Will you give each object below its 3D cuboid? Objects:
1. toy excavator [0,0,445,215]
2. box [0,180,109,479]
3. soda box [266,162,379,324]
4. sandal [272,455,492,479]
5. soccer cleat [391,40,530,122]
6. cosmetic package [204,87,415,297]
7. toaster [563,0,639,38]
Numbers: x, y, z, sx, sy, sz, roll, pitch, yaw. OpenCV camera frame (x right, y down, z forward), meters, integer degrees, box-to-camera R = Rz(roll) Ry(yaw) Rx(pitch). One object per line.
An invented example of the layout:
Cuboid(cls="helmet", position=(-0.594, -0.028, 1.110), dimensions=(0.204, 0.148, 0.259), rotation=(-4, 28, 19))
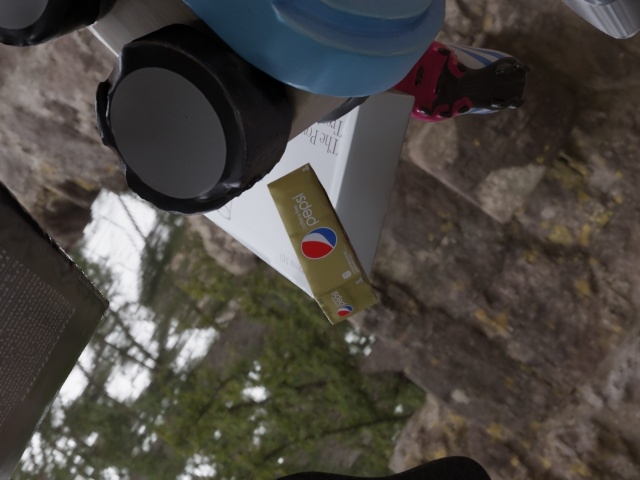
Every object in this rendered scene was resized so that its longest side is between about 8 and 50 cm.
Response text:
Cuboid(cls="toy excavator", position=(-0.053, -0.308, 0.509), dimensions=(0.433, 0.445, 0.222), rotation=(44, -142, 3))
Cuboid(cls="box", position=(-0.297, 0.026, 0.438), dimensions=(0.293, 0.212, 0.395), rotation=(28, 168, 0))
Cuboid(cls="soda box", position=(0.000, 0.000, 1.026), dimensions=(0.061, 0.058, 0.181), rotation=(58, -175, -49))
Cuboid(cls="sandal", position=(0.026, 0.163, 0.531), dimensions=(0.179, 0.040, 0.067), rotation=(0, -117, -34))
Cuboid(cls="soccer cleat", position=(0.173, -0.239, 1.392), dimensions=(0.331, 0.116, 0.143), rotation=(-4, -162, -44))
Cuboid(cls="cosmetic package", position=(-0.039, -0.116, 1.354), dimensions=(0.097, 0.284, 0.377), rotation=(0, -161, -33))
Cuboid(cls="toaster", position=(0.385, -0.372, 1.269), dimensions=(0.227, 0.129, 0.146), rotation=(50, -166, 32))
